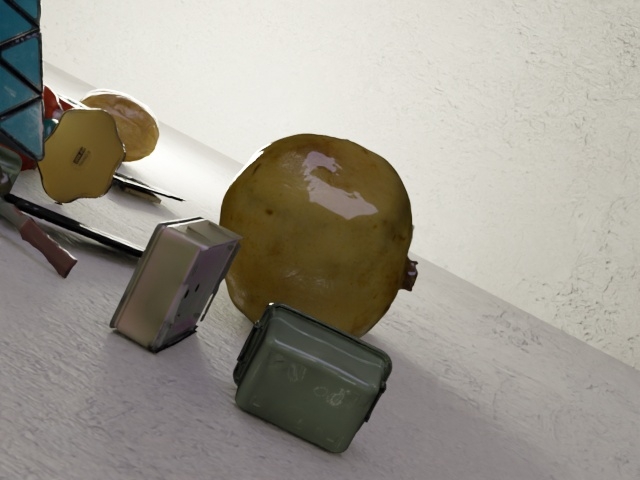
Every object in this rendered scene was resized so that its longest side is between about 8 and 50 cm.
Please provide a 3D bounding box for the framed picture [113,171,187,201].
[{"bbox_3d":[-0.396,-0.124,2.154,0.199,0.010,0.195,22,2,37],"label":"framed picture"}]

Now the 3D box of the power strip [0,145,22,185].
[{"bbox_3d":[-0.591,-0.158,1.618,0.265,0.059,0.193,23,8,-19],"label":"power strip"}]

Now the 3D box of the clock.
[{"bbox_3d":[-0.173,0.048,1.302,0.071,0.147,0.192,28,8,6],"label":"clock"}]

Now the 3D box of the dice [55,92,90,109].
[{"bbox_3d":[-0.514,-0.216,2.045,0.128,0.120,0.131,28,9,8],"label":"dice"}]

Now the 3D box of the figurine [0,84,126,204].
[{"bbox_3d":[-0.469,-0.182,1.801,0.208,0.181,0.257,-16,25,-34],"label":"figurine"}]

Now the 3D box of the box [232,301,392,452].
[{"bbox_3d":[-0.013,0.163,1.204,0.172,0.124,0.093,25,18,-3],"label":"box"}]

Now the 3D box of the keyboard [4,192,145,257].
[{"bbox_3d":[-0.347,-0.016,1.542,0.262,0.016,0.106,26,-3,-40],"label":"keyboard"}]

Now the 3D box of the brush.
[{"bbox_3d":[-0.424,-0.046,1.398,0.301,0.084,0.071,39,13,27],"label":"brush"}]

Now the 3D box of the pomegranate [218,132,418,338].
[{"bbox_3d":[0.000,0.000,1.612,0.333,0.332,0.332,26,7,-4],"label":"pomegranate"}]

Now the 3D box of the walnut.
[{"bbox_3d":[-0.467,-0.264,2.422,0.207,0.159,0.159,24,8,-28],"label":"walnut"}]

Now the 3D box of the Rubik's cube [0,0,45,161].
[{"bbox_3d":[-0.537,-0.273,1.593,0.229,0.233,0.228,-2,38,-12],"label":"Rubik's cube"}]

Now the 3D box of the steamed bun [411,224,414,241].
[{"bbox_3d":[0.063,0.055,1.875,0.146,0.164,0.241,28,-31,5],"label":"steamed bun"}]

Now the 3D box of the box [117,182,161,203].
[{"bbox_3d":[-0.367,-0.097,2.141,0.083,0.012,0.046,21,7,-35],"label":"box"}]
